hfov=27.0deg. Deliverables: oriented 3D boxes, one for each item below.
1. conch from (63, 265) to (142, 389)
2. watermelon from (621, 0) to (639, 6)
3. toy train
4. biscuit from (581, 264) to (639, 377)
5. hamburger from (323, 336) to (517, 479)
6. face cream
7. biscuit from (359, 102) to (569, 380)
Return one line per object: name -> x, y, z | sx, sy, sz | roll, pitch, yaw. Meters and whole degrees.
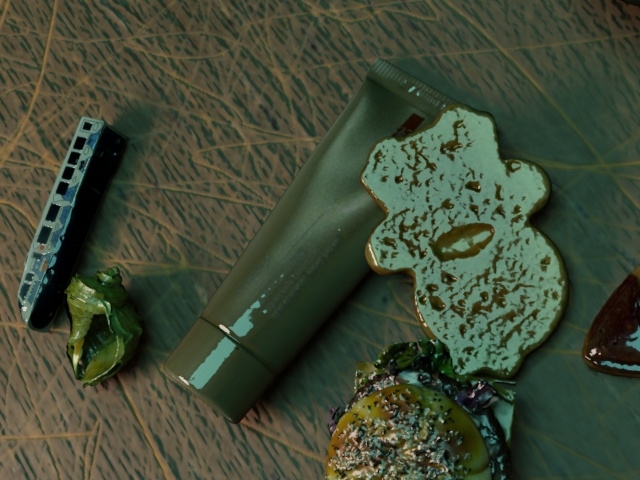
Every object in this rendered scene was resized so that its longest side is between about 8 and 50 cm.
conch -> -0.198, 0.079, 1.201 | 0.089, 0.074, 0.121 | 43, 116, 60
watermelon -> 0.283, -0.284, 1.056 | 0.212, 0.212, 0.212 | -7, 71, 20
toy train -> -0.241, -0.014, 1.266 | 0.047, 0.043, 0.207 | 14, 79, 27
biscuit -> 0.331, 0.033, 1.032 | 0.280, 0.043, 0.183 | -22, 63, 11
hamburger -> 0.073, 0.171, 1.042 | 0.164, 0.093, 0.189 | -8, 83, 25
face cream -> 0.000, 0.000, 1.153 | 0.137, 0.084, 0.341 | 33, 80, 28
biscuit -> 0.124, 0.004, 1.100 | 0.166, 0.036, 0.225 | -27, 81, 2
